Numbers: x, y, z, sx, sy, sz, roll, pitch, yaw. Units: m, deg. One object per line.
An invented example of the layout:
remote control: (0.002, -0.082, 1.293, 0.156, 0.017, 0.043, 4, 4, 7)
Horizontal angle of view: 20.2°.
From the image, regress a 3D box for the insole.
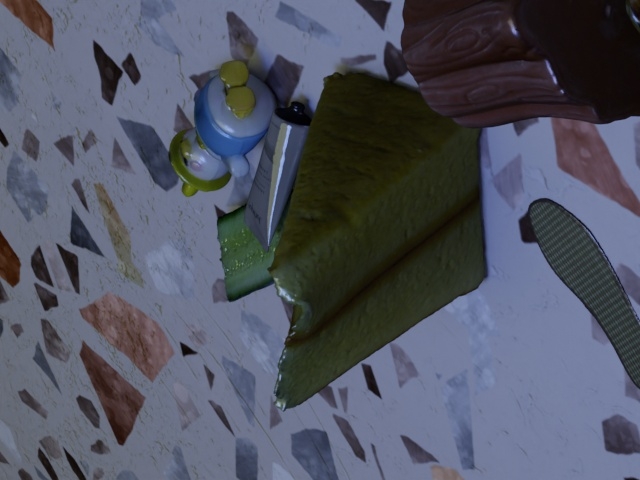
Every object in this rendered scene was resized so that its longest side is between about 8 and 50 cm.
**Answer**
insole: (0.308, 0.060, 1.980, 0.253, 0.005, 0.086, 56, 145, 2)

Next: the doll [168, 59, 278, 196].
doll: (-0.127, -0.135, 2.273, 0.135, 0.099, 0.241, 48, 142, 5)

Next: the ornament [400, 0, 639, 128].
ornament: (0.204, -0.214, 1.749, 0.217, 0.235, 0.221, -5, 87, 54)

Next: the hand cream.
hand cream: (-0.054, -0.085, 2.215, 0.087, 0.054, 0.186, 51, 128, 52)

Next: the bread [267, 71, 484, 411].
bread: (0.000, 0.000, 1.998, 0.245, 0.361, 0.233, 23, 132, 35)

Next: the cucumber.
cucumber: (-0.048, -0.003, 2.298, 0.244, 0.063, 0.115, -23, 79, 56)

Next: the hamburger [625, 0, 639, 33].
hamburger: (0.370, -0.205, 1.595, 0.206, 0.130, 0.183, 52, 132, -1)
